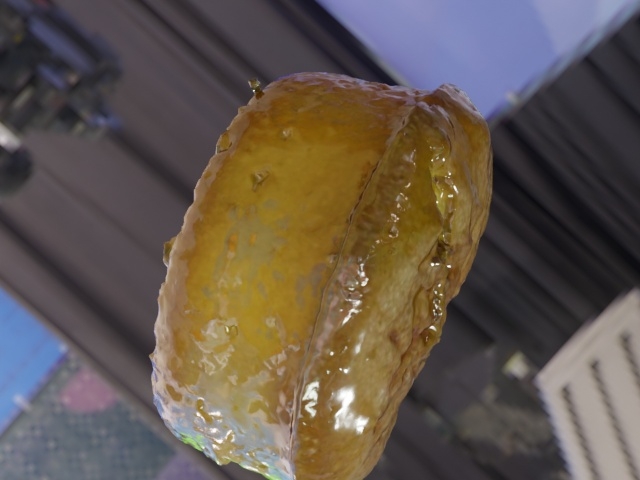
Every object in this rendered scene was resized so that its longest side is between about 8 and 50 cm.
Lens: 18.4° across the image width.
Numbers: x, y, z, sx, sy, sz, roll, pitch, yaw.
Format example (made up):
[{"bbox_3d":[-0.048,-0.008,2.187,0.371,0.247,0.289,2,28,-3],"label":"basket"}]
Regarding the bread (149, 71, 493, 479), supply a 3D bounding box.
[{"bbox_3d":[0.000,0.000,1.392,0.340,0.194,0.179,-63,157,-22],"label":"bread"}]
